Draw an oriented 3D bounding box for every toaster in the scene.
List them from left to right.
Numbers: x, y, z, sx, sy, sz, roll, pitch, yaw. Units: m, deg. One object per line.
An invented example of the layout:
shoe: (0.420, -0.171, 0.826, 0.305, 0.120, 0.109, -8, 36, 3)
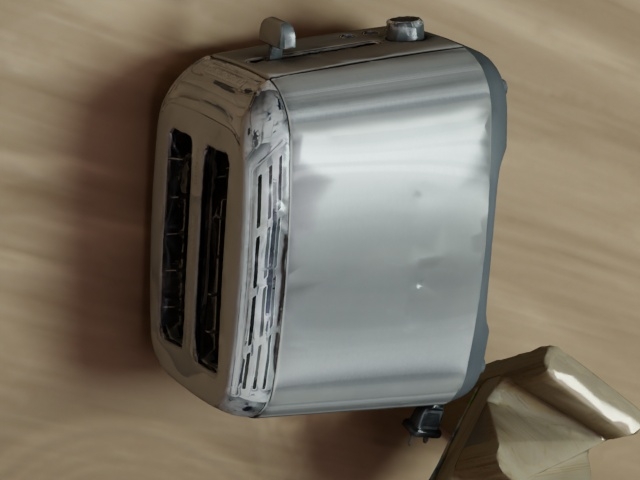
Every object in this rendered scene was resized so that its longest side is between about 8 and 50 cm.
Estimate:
toaster: (0.000, 0.000, 0.978, 0.146, 0.129, 0.227, -5, 109, -28)

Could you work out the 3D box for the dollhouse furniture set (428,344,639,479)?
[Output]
dollhouse furniture set: (0.129, 0.326, 1.085, 0.394, 0.256, 0.362, 35, 64, -15)
